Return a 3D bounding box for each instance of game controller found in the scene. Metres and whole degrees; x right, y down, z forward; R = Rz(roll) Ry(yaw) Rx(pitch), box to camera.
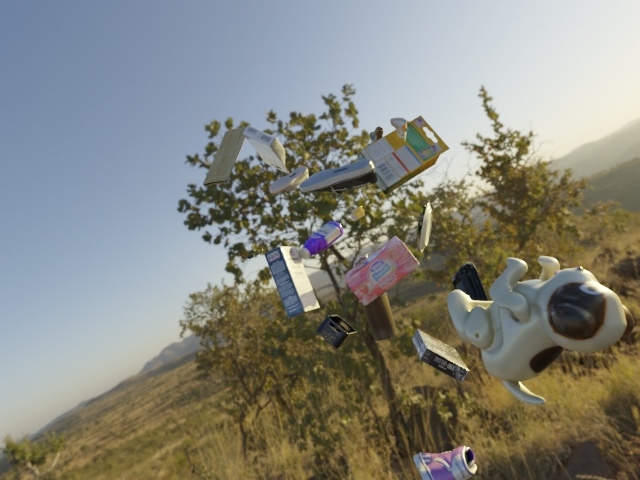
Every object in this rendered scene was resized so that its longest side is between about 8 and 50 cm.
[{"bbox_3d":[0.602,0.251,1.668,0.067,0.319,0.166,-9,-27,-4],"label":"game controller"}]

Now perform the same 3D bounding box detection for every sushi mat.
[{"bbox_3d":[-0.425,-0.386,1.938,0.152,0.316,0.019,-2,-30,34],"label":"sushi mat"}]

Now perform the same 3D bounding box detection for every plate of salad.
[{"bbox_3d":[0.401,-0.051,1.668,0.048,0.199,0.200,9,9,21],"label":"plate of salad"}]

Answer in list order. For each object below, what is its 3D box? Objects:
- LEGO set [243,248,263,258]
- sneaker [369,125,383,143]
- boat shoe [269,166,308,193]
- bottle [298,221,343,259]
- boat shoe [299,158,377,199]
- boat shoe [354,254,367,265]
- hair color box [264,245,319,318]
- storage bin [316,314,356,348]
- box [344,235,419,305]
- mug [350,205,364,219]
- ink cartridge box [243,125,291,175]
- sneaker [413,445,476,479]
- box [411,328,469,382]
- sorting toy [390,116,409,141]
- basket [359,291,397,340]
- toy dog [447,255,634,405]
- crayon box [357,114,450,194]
[{"bbox_3d":[-0.260,0.057,1.671,0.083,0.023,0.054,0,47,33],"label":"LEGO set"},{"bbox_3d":[0.330,-0.632,2.576,0.064,0.086,0.192,-47,-23,-9],"label":"sneaker"},{"bbox_3d":[-0.175,-0.329,2.461,0.096,0.088,0.267,25,54,39],"label":"boat shoe"},{"bbox_3d":[0.000,0.000,2.323,0.118,0.092,0.283,12,40,45],"label":"bottle"},{"bbox_3d":[0.069,-0.220,1.634,0.307,0.104,0.113,-16,31,20],"label":"boat shoe"},{"bbox_3d":[0.226,0.136,2.353,0.066,0.066,0.183,-5,-21,-1],"label":"boat shoe"},{"bbox_3d":[-0.143,0.206,2.159,0.105,0.347,0.174,-26,-12,22],"label":"hair color box"},{"bbox_3d":[0.072,0.397,1.865,0.084,0.122,0.180,-53,-19,3],"label":"storage bin"},{"bbox_3d":[0.264,0.131,1.874,0.300,0.142,0.154,-38,6,6],"label":"box"},{"bbox_3d":[0.196,-0.149,2.325,0.062,0.078,0.064,12,37,36],"label":"mug"},{"bbox_3d":[-0.219,-0.393,1.876,0.056,0.181,0.224,-55,-33,-8],"label":"ink cartridge box"},{"bbox_3d":[0.361,0.645,1.215,0.161,0.102,0.282,-29,-16,-4],"label":"sneaker"},{"bbox_3d":[0.623,0.599,2.249,0.076,0.243,0.307,-62,0,8],"label":"box"},{"bbox_3d":[0.291,-0.397,1.534,0.045,0.075,0.083,-20,37,-9],"label":"sorting toy"},{"bbox_3d":[0.317,0.410,2.294,0.154,0.226,0.204,-19,-4,16],"label":"basket"},{"bbox_3d":[0.594,0.223,1.162,0.285,0.395,0.408,13,-30,-19],"label":"toy dog"},{"bbox_3d":[0.346,-0.359,1.789,0.323,0.203,0.083,-32,-16,-10],"label":"crayon box"}]
